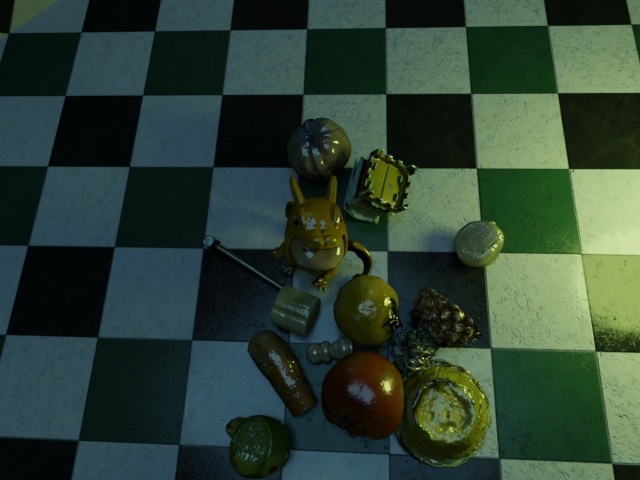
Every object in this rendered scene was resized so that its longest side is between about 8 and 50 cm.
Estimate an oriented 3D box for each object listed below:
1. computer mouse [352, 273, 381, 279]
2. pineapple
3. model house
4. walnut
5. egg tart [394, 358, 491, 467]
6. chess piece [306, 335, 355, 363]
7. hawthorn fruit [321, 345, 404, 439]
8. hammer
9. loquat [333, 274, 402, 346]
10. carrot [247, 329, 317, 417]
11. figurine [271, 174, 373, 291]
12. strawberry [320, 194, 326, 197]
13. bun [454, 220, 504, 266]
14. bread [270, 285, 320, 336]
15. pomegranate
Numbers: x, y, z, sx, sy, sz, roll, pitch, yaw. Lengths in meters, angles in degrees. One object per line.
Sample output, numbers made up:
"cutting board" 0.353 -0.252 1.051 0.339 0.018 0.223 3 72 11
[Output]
"computer mouse" 0.172 0.166 1.830 0.135 0.047 0.079 19 60 22
"pineapple" 0.346 0.329 1.666 0.262 0.262 0.271 42 81 16
"model house" 0.211 -0.200 1.873 0.199 0.215 0.224 22 71 -22
"walnut" -0.005 -0.344 1.933 0.249 0.248 0.248 -1 70 3
"egg tart" 0.394 0.559 1.631 0.346 0.132 0.345 -1 72 2
"chess piece" 0.034 0.386 1.739 0.171 0.094 0.094 -11 70 4
"hawthorn fruit" 0.149 0.470 1.609 0.277 0.277 0.298 22 57 11
"hammer" -0.274 0.095 1.869 0.366 0.111 0.043 32 84 7
"loquat" 0.164 0.238 1.680 0.244 0.244 0.243 -1 70 3
"carrot" -0.128 0.442 1.709 0.139 0.138 0.301 -37 78 -10
"figurine" -0.033 -0.016 1.737 0.268 0.387 0.401 -35 65 -24
"strawberry" 0.008 -0.138 1.942 0.083 0.073 0.073 -16 69 12
"bun" 0.581 0.017 1.823 0.173 0.113 0.166 -14 63 23
"bread" -0.087 0.250 1.770 0.141 0.134 0.148 20 61 15
"pomegranate" -0.203 0.669 1.623 0.241 0.159 0.189 -13 58 28
